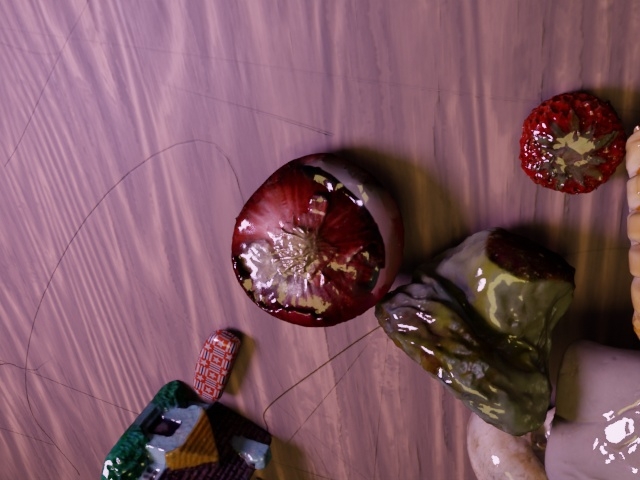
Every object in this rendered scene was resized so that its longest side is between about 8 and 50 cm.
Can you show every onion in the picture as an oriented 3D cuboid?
[{"bbox_3d":[0.000,0.000,1.014,0.271,0.195,0.272,0,88,8],"label":"onion"}]

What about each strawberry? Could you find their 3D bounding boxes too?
[{"bbox_3d":[0.332,-0.124,0.851,0.145,0.086,0.145,8,123,12],"label":"strawberry"}]

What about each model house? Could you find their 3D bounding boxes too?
[{"bbox_3d":[-0.257,0.474,1.333,0.248,0.280,0.230,5,125,24],"label":"model house"}]

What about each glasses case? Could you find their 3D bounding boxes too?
[{"bbox_3d":[-0.216,0.255,1.318,0.073,0.049,0.195,26,127,4],"label":"glasses case"}]

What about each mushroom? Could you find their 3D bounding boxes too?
[{"bbox_3d":[0.378,0.393,1.110,0.253,0.189,0.195,34,129,-9],"label":"mushroom"}]

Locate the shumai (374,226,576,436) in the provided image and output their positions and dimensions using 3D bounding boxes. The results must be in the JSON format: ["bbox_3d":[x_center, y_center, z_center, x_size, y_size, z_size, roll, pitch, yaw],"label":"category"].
[{"bbox_3d":[0.266,0.114,0.991,0.309,0.304,0.263,39,95,11],"label":"shumai"}]

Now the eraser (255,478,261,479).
[{"bbox_3d":[-0.043,0.717,1.503,0.343,0.144,0.078,33,128,-2],"label":"eraser"}]

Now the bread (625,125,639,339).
[{"bbox_3d":[0.462,-0.019,0.772,0.172,0.121,0.311,-5,91,-11],"label":"bread"}]

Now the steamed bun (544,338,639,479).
[{"bbox_3d":[0.479,0.339,0.940,0.247,0.236,0.383,14,151,53],"label":"steamed bun"}]
